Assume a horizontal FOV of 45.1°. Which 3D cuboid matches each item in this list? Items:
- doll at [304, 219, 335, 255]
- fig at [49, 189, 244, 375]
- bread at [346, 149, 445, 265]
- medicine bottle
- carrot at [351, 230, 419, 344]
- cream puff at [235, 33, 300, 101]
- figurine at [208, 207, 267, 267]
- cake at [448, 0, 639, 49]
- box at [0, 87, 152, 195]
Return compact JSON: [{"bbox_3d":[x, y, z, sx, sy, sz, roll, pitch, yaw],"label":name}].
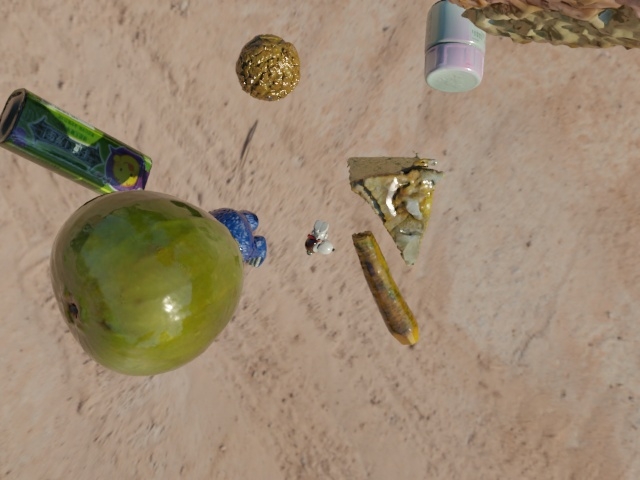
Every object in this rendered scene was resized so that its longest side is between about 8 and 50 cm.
[{"bbox_3d":[-0.006,-0.003,1.441,0.058,0.085,0.040,6,56,22],"label":"doll"},{"bbox_3d":[-0.256,0.056,1.219,0.316,0.316,0.316,1,82,-10],"label":"fig"},{"bbox_3d":[0.103,-0.052,1.104,0.127,0.147,0.152,-4,111,-2],"label":"bread"},{"bbox_3d":[0.292,-0.422,1.673,0.135,0.135,0.168,8,75,-9],"label":"medicine bottle"},{"bbox_3d":[0.086,0.063,1.018,0.042,0.042,0.170,-29,108,-13],"label":"carrot"},{"bbox_3d":[-0.110,-0.371,1.694,0.150,0.165,0.115,-34,62,27],"label":"cream puff"},{"bbox_3d":[-0.209,0.002,1.474,0.164,0.120,0.262,49,38,8],"label":"figurine"},{"bbox_3d":[0.231,-0.362,0.701,0.307,0.314,0.293,31,79,-39],"label":"cake"},{"bbox_3d":[-0.544,-0.199,1.712,0.346,0.097,0.134,29,71,-45],"label":"box"}]
